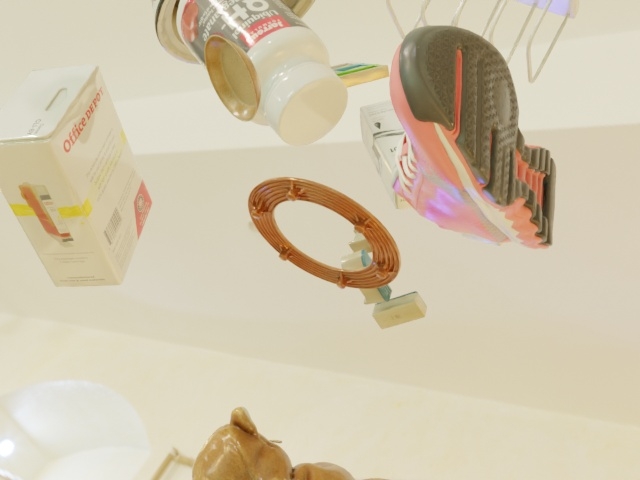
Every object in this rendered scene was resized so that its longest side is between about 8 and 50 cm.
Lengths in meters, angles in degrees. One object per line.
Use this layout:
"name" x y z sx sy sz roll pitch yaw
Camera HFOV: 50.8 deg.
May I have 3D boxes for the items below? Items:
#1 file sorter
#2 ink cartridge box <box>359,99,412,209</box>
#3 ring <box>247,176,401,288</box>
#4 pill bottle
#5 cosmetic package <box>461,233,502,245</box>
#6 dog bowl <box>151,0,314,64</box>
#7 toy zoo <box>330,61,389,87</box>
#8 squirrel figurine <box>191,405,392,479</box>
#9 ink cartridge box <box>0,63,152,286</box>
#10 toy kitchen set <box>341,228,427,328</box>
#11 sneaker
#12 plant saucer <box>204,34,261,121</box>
"file sorter" 0.283 -0.415 1.176 0.277 0.173 0.193 27 0 22
"ink cartridge box" 0.159 -0.155 1.118 0.139 0.191 0.082 -15 -45 -4
"ring" 0.000 0.000 1.339 0.336 0.032 0.337 22 -30 14
"pill bottle" -0.094 -0.303 1.117 0.318 0.176 0.176 51 -30 30
"cosmetic package" 0.350 -0.112 1.457 0.184 0.151 0.151 51 -10 -20
"dog bowl" -0.198 -0.577 1.484 0.150 0.407 0.408 62 -36 14
"toy zoo" 0.024 -0.400 1.650 0.293 0.192 0.030 -140 -144 -65
"squirrel figurine" -0.040 0.431 1.058 0.370 0.281 0.397 37 -6 6
"ink cartridge box" -0.512 -0.132 1.413 0.160 0.279 0.385 -2 -47 8
"toy kitchen set" 0.163 0.073 1.618 0.122 0.166 0.207 -20 -63 30
"sneaker" 0.110 -0.062 0.589 0.136 0.116 0.314 -2 -21 31
"plant saucer" -0.078 -0.152 0.625 0.083 0.015 0.083 42 -30 31
